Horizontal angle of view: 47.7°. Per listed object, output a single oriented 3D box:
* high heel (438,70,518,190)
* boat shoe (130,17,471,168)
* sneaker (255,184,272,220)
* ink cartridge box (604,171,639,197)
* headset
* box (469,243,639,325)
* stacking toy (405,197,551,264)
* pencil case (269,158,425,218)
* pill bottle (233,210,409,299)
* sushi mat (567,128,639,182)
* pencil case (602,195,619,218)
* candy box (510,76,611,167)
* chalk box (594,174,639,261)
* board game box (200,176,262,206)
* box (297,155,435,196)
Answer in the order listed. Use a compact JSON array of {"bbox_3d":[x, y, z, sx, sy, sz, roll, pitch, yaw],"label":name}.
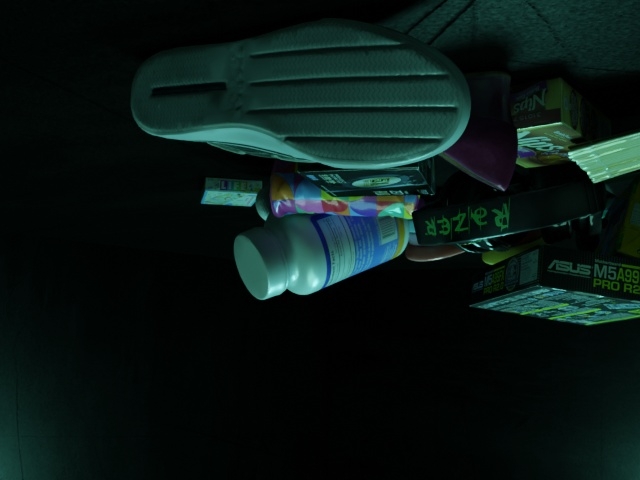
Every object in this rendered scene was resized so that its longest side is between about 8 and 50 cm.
[{"bbox_3d":[0.088,-0.104,0.772,0.244,0.117,0.082,-1,173,26],"label":"high heel"},{"bbox_3d":[-0.016,-0.132,0.665,0.335,0.121,0.119,11,-173,29],"label":"boat shoe"},{"bbox_3d":[-0.036,-0.050,1.371,0.268,0.101,0.153,4,171,-40],"label":"sneaker"},{"bbox_3d":[0.536,-0.088,1.108,0.235,0.056,0.171,30,163,-20],"label":"ink cartridge box"},{"bbox_3d":[0.299,-0.029,1.033,0.243,0.185,0.394,-9,-175,41],"label":"headset"},{"bbox_3d":[0.369,0.073,1.078,0.216,0.060,0.270,9,168,-6],"label":"box"},{"bbox_3d":[0.315,-0.063,1.387,0.309,0.130,0.279,0,-160,44],"label":"stacking toy"},{"bbox_3d":[0.041,-0.079,1.098,0.236,0.104,0.104,4,174,7],"label":"pencil case"},{"bbox_3d":[0.000,0.000,1.204,0.272,0.152,0.152,-21,-175,-28],"label":"pill bottle"},{"bbox_3d":[0.430,-0.119,0.753,0.316,0.019,0.151,-14,165,31],"label":"sushi mat"},{"bbox_3d":[0.568,-0.053,1.332,0.064,0.070,0.151,3,173,-11],"label":"pencil case"},{"bbox_3d":[0.248,-0.127,0.817,0.109,0.053,0.186,-4,174,36],"label":"candy box"},{"bbox_3d":[0.511,0.012,1.139,0.132,0.132,0.213,19,165,10],"label":"chalk box"},{"bbox_3d":[-0.173,-0.091,1.386,0.103,0.026,0.154,3,174,-13],"label":"board game box"},{"bbox_3d":[0.065,-0.108,0.929,0.147,0.078,0.180,-1,173,14],"label":"box"}]
